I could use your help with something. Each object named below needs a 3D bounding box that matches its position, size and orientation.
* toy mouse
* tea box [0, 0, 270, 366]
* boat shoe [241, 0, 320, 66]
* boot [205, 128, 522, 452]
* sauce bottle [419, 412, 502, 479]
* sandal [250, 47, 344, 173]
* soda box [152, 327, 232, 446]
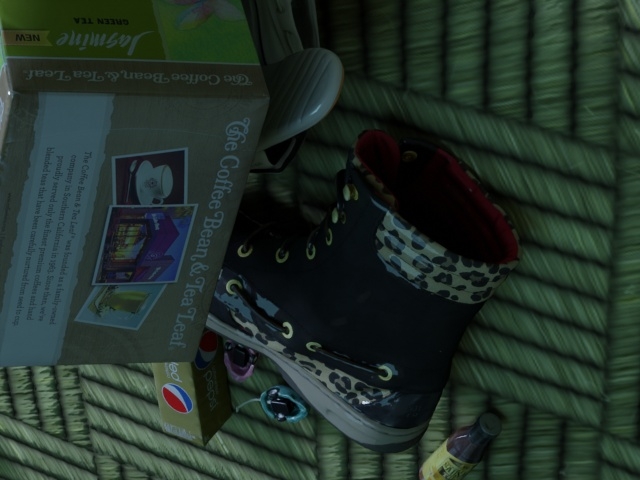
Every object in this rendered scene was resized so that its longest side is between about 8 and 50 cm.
[{"bbox_3d":[-0.055,0.144,2.051,0.161,0.031,0.143,40,139,4],"label":"toy mouse"},{"bbox_3d":[-0.208,-0.112,1.672,0.329,0.220,0.323,108,153,-43],"label":"tea box"},{"bbox_3d":[-0.032,-0.242,1.688,0.076,0.083,0.226,14,144,16],"label":"boat shoe"},{"bbox_3d":[0.000,0.000,1.811,0.377,0.138,0.284,42,135,12],"label":"boot"},{"bbox_3d":[0.144,0.216,1.946,0.042,0.042,0.128,40,140,4],"label":"sauce bottle"},{"bbox_3d":[-0.038,-0.105,1.721,0.076,0.102,0.265,23,164,-28],"label":"sandal"},{"bbox_3d":[-0.144,0.135,2.091,0.058,0.061,0.181,17,132,26],"label":"soda box"}]
